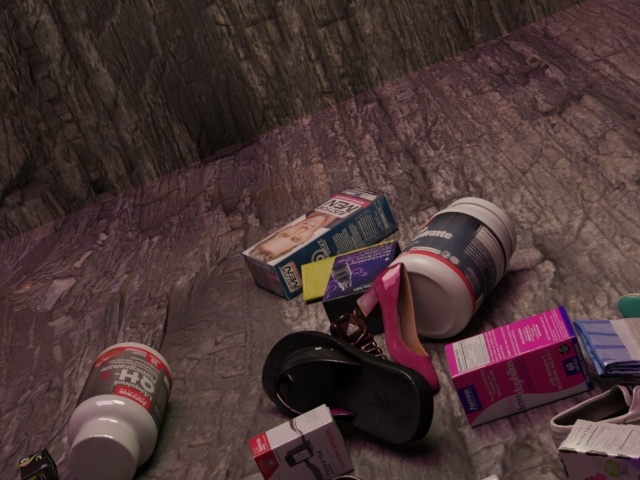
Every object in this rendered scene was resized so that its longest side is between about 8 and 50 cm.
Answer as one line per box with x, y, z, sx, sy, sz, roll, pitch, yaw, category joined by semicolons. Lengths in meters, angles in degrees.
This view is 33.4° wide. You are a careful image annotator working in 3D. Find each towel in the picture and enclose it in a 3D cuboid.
0.069;0.071;2.457;0.237;0.021;0.102;-16;54;17;towel
0.564;0.162;1.694;0.285;0.034;0.209;-2;18;2;towel

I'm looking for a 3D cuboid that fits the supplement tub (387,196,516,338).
0.265;0.051;2.147;0.191;0.191;0.272;-4;30;39;supplement tub

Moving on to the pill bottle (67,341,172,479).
-0.405;0.354;2.134;0.176;0.176;0.318;-19;23;10;pill bottle

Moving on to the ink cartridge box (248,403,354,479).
-0.032;0.367;1.831;0.150;0.109;0.063;-25;22;-3;ink cartridge box

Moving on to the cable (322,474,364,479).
0.027;0.445;1.701;0.150;0.047;0.184;-28;25;1;cable

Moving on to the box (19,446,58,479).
-0.578;0.476;2.188;0.062;0.052;0.083;-28;24;-8;box

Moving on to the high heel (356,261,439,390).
0.172;0.159;1.986;0.117;0.082;0.244;-46;55;18;high heel

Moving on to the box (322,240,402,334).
0.104;0.108;2.286;0.153;0.108;0.207;-16;23;16;box

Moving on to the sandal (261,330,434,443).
0.015;0.258;1.918;0.107;0.168;0.445;-1;3;-39;sandal

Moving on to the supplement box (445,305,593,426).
0.336;0.215;1.818;0.220;0.111;0.114;-20;23;10;supplement box

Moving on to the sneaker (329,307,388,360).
0.077;0.221;1.984;0.106;0.162;0.281;-27;22;-9;sneaker

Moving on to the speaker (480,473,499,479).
0.213;0.401;1.593;0.136;0.055;0.055;-24;22;-1;speaker

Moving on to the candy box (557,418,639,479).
0.432;0.328;1.401;0.196;0.165;0.070;-2;29;42;candy box

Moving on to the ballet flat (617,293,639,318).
0.604;0.123;1.864;0.168;0.057;0.052;6;8;44;ballet flat

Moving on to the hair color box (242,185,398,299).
0.000;0.000;2.632;0.347;0.105;0.174;-33;24;-21;hair color box

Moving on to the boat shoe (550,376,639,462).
0.476;0.253;1.627;0.267;0.088;0.096;-22;22;3;boat shoe
